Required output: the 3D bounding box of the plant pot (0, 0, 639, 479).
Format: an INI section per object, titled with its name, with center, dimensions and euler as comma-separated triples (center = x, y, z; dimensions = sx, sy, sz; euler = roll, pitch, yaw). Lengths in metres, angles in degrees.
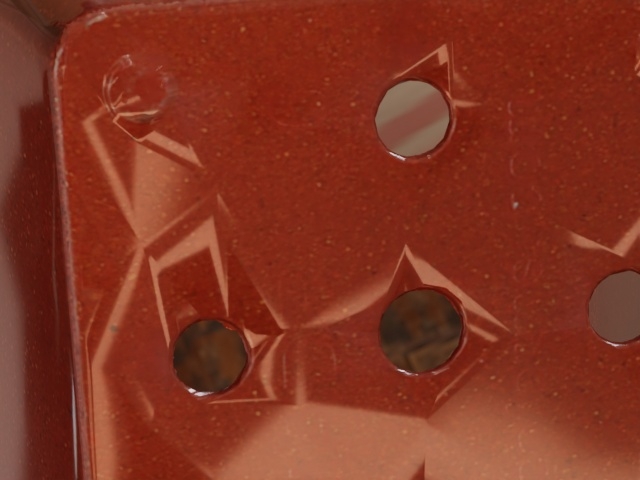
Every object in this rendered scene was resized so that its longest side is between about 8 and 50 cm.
[plant pot]
center = 0.000, 0.000, 0.594
dimensions = 0.267, 0.267, 0.236
euler = -6, 14, -14
